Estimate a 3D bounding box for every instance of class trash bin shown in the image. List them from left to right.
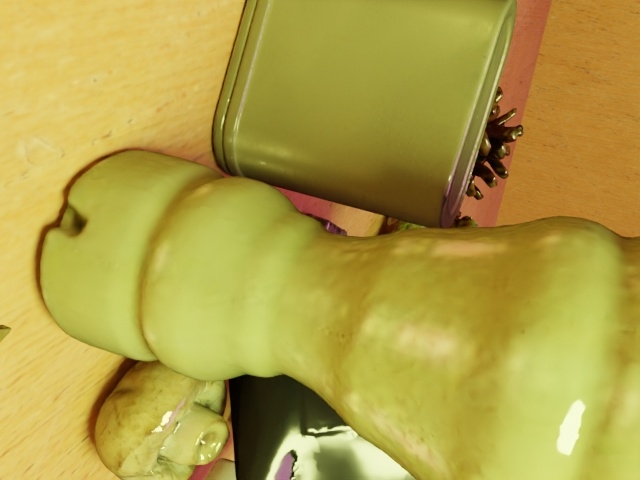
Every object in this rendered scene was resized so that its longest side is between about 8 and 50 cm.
[{"bbox_3d":[0.042,-0.152,0.630,0.121,0.247,0.243,4,103,-70],"label":"trash bin"}]

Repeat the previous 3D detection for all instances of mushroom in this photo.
[{"bbox_3d":[-0.148,0.174,0.615,0.148,0.112,0.148,-35,135,-44],"label":"mushroom"}]

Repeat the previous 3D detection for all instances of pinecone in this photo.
[{"bbox_3d":[0.175,-0.156,0.963,0.264,0.264,0.264,-50,150,-43],"label":"pinecone"}]

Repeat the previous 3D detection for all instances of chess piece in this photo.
[{"bbox_3d":[0.019,0.056,0.470,0.234,0.442,0.234,16,90,-71],"label":"chess piece"}]

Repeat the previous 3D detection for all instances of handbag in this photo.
[{"bbox_3d":[0.047,0.138,0.664,0.152,0.288,0.342,103,-18,-63],"label":"handbag"}]

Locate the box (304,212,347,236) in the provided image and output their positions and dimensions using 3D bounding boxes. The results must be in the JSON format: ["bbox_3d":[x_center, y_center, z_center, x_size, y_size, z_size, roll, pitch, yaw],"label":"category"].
[{"bbox_3d":[0.000,0.000,0.925,0.062,0.045,0.098,-70,160,-1],"label":"box"}]

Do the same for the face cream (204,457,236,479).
[{"bbox_3d":[-0.170,0.392,0.697,0.370,0.145,0.145,-55,153,-39],"label":"face cream"}]

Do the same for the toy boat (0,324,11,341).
[{"bbox_3d":[-0.242,0.016,0.335,0.206,0.064,0.072,72,24,-60],"label":"toy boat"}]

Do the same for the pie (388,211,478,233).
[{"bbox_3d":[0.185,0.129,1.318,0.395,0.180,0.418,-57,163,-28],"label":"pie"}]
